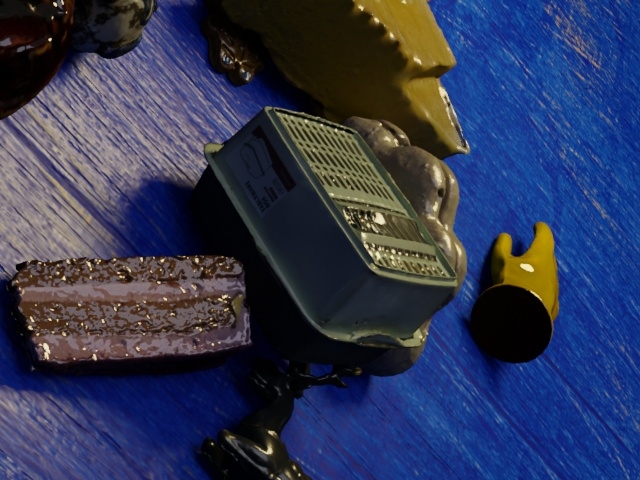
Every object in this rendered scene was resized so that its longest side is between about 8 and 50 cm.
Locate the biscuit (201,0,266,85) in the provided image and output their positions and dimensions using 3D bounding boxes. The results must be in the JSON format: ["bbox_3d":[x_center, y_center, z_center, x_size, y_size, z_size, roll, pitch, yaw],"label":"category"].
[{"bbox_3d":[-0.103,-0.275,1.889,0.124,0.026,0.175,34,45,-39],"label":"biscuit"}]

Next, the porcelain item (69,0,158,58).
[{"bbox_3d":[-0.269,-0.336,1.602,0.288,0.138,0.186,58,24,-15],"label":"porcelain item"}]

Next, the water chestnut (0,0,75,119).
[{"bbox_3d":[-0.344,-0.229,1.306,0.300,0.300,0.300,32,47,-41],"label":"water chestnut"}]

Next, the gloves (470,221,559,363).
[{"bbox_3d":[0.309,0.070,2.215,0.294,0.116,0.133,-49,139,-63],"label":"gloves"}]

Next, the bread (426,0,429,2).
[{"bbox_3d":[0.120,-0.397,2.245,0.082,0.056,0.115,-12,70,-39],"label":"bread"}]

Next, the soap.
[{"bbox_3d":[0.044,-0.211,1.914,0.338,0.169,0.304,-11,76,-63],"label":"soap"}]

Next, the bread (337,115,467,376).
[{"bbox_3d":[0.093,-0.005,1.862,0.102,0.183,0.337,20,59,-51],"label":"bread"}]

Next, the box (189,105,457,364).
[{"bbox_3d":[0.000,0.000,1.679,0.220,0.166,0.290,10,41,-51],"label":"box"}]

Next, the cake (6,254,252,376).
[{"bbox_3d":[-0.182,0.072,1.511,0.295,0.112,0.116,2,67,-48],"label":"cake"}]

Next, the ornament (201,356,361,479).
[{"bbox_3d":[-0.016,0.217,1.666,0.202,0.080,0.236,50,36,-17],"label":"ornament"}]
